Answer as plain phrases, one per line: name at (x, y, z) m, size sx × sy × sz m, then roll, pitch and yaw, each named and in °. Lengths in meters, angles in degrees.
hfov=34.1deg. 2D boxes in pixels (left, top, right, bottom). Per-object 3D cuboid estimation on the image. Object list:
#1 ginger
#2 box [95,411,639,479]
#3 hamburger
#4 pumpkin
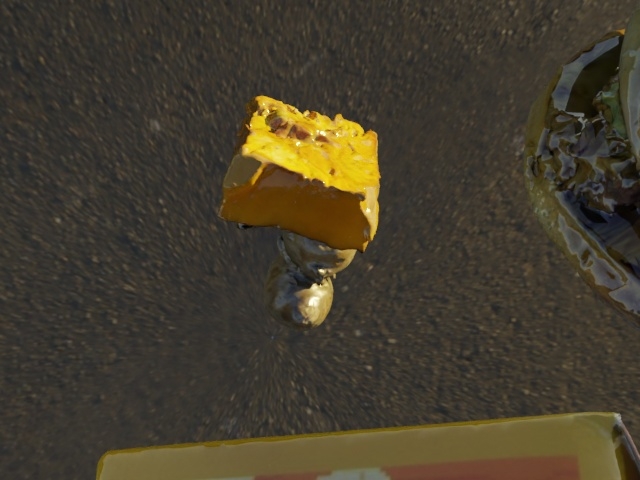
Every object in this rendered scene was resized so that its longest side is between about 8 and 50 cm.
ginger at (0.000, 0.000, 1.071) m, size 0.080 × 0.104 × 0.204 m, roll 14°, pitch 113°, yaw -17°
box at (0.049, 0.244, 0.412) m, size 0.214 × 0.283 × 0.259 m, roll -9°, pitch 56°, yaw 15°
hamburger at (0.321, -0.075, 0.848) m, size 0.277 × 0.195 × 0.318 m, roll 32°, pitch 63°, yaw -15°
pumpkin at (-0.009, -0.028, 0.504) m, size 0.074 × 0.083 × 0.054 m, roll 18°, pitch 117°, yaw -7°
